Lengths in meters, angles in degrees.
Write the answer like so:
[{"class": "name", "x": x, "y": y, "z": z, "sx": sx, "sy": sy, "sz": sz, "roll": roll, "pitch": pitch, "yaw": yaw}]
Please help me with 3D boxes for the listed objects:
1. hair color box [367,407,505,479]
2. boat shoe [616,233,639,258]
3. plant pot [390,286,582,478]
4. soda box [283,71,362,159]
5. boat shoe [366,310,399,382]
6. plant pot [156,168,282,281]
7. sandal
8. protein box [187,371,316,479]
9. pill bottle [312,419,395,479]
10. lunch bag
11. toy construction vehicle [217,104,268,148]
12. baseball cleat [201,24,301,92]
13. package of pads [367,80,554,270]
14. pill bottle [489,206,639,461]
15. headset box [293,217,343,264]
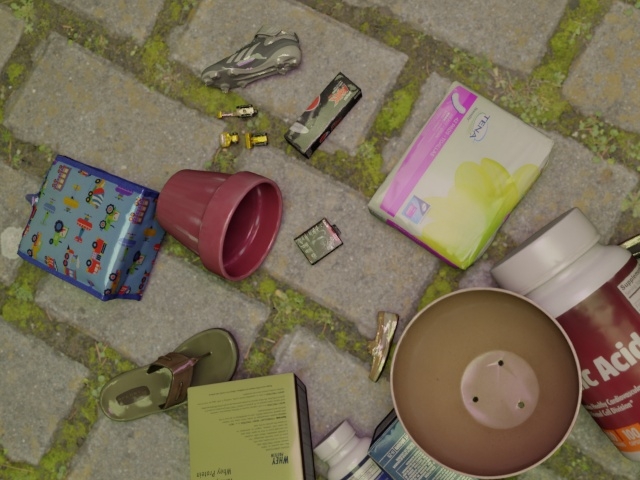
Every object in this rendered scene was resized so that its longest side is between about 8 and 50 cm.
[{"class": "hair color box", "x": 0.249, "y": 0.432, "z": 1.179, "sx": 0.347, "sy": 0.174, "sz": 0.105, "roll": 42, "pitch": 95, "yaw": 8}, {"class": "boat shoe", "x": 0.627, "y": 0.007, "z": 1.220, "sx": 0.223, "sy": 0.080, "sz": 0.073, "roll": -22, "pitch": 78, "yaw": 0}, {"class": "plant pot", "x": 0.277, "y": 0.233, "z": 1.098, "sx": 0.284, "sy": 0.191, "sz": 0.284, "roll": -7, "pitch": 72, "yaw": 22}, {"class": "soda box", "x": 0.006, "y": -0.244, "z": 1.324, "sx": 0.060, "sy": 0.053, "sz": 0.169, "roll": 41, "pitch": 90, "yaw": 8}, {"class": "boat shoe", "x": 0.111, "y": 0.199, "z": 1.282, "sx": 0.045, "sy": 0.050, "sz": 0.135, "roll": 16, "pitch": 77, "yaw": 11}, {"class": "plant pot", "x": -0.198, "y": -0.047, "z": 1.274, "sx": 0.180, "sy": 0.201, "sz": 0.201, "roll": 22, "pitch": 88, "yaw": 23}, {"class": "sandal", "x": -0.291, "y": 0.271, "z": 1.300, "sx": 0.302, "sy": 0.086, "sz": 0.120, "roll": -27, "pitch": 83, "yaw": 4}, {"class": "protein box", "x": -0.122, "y": 0.363, "z": 1.222, "sx": 0.199, "sy": 0.136, "sz": 0.201, "roll": -10, "pitch": 66, "yaw": 6}, {"class": "pill bottle", "x": 0.078, "y": 0.425, "z": 1.233, "sx": 0.112, "sy": 0.112, "sz": 0.187, "roll": -42, "pitch": 82, "yaw": 2}, {"class": "lunch bag", "x": -0.469, "y": -0.034, "z": 1.336, "sx": 0.293, "sy": 0.138, "sz": 0.221, "roll": 21, "pitch": 91, "yaw": 17}, {"class": "toy construction vehicle", "x": -0.154, "y": -0.225, "z": 1.355, "sx": 0.098, "sy": 0.035, "sz": 0.086, "roll": -7, "pitch": 96, "yaw": 9}, {"class": "baseball cleat", "x": -0.140, "y": -0.366, "z": 1.353, "sx": 0.205, "sy": 0.072, "sz": 0.109, "roll": -10, "pitch": 68, "yaw": 4}, {"class": "package of pads", "x": 0.263, "y": -0.115, "z": 1.260, "sx": 0.229, "sy": 0.101, "sz": 0.297, "roll": 35, "pitch": 90, "yaw": 8}, {"class": "pill bottle", "x": 0.484, "y": 0.151, "z": 1.152, "sx": 0.224, "sy": 0.224, "sz": 0.392, "roll": -38, "pitch": 82, "yaw": 2}, {"class": "headset box", "x": 0.000, "y": 0.000, "z": 1.316, "sx": 0.083, "sy": 0.032, "sz": 0.062, "roll": -36, "pitch": 83, "yaw": 2}]
